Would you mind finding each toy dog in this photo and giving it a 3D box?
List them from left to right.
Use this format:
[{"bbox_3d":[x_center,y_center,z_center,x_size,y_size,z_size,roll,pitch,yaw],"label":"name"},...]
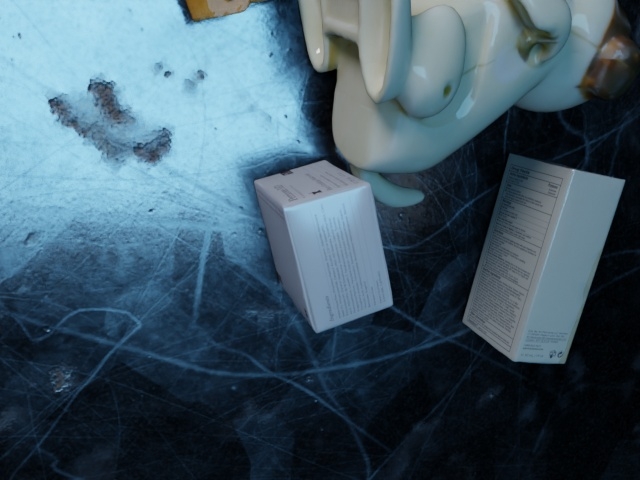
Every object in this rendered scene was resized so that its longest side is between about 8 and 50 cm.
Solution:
[{"bbox_3d":[0.219,-0.246,0.765,0.407,0.284,0.396,-16,111,-15],"label":"toy dog"}]

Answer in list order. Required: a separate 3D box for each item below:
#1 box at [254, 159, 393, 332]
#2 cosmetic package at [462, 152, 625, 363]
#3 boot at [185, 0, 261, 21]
[{"bbox_3d":[0.000,0.000,0.818,0.118,0.181,0.182,-18,112,-13],"label":"box"},{"bbox_3d":[0.354,0.028,0.959,0.113,0.160,0.310,8,105,-22],"label":"cosmetic package"},{"bbox_3d":[-0.172,-0.369,0.688,0.294,0.104,0.212,-12,110,-19],"label":"boot"}]
